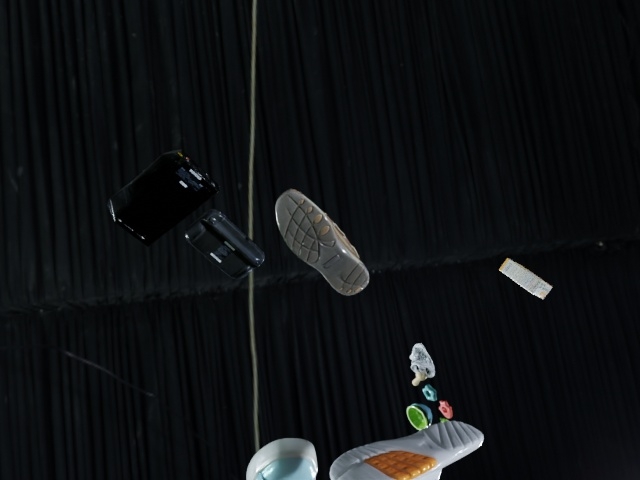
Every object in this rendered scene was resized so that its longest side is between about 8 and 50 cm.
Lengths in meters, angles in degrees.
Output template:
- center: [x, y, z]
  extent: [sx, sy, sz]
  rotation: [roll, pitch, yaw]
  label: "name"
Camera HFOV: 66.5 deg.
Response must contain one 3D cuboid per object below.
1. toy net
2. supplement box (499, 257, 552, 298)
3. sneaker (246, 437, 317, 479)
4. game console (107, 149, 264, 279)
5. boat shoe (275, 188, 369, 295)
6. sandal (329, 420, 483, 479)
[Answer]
- center: [0.261, 0.371, 1.209]
  extent: [0.045, 0.232, 0.122]
  rotation: [-19, -164, -31]
  label: "toy net"
- center: [0.464, 0.085, 1.106]
  extent: [0.062, 0.036, 0.098]
  rotation: [21, -163, -43]
  label: "supplement box"
- center: [-0.079, 0.524, 0.894]
  extent: [0.135, 0.366, 0.150]
  rotation: [5, -150, -20]
  label: "sneaker"
- center: [-0.279, -0.025, 1.111]
  extent: [0.213, 0.044, 0.361]
  rotation: [-35, 126, 11]
  label: "game console"
- center: [0.000, 0.000, 1.227]
  extent: [0.123, 0.324, 0.116]
  rotation: [-32, -156, 12]
  label: "boat shoe"
- center: [0.142, 0.345, 0.729]
  extent: [0.265, 0.076, 0.102]
  rotation: [-5, -173, -27]
  label: "sandal"
